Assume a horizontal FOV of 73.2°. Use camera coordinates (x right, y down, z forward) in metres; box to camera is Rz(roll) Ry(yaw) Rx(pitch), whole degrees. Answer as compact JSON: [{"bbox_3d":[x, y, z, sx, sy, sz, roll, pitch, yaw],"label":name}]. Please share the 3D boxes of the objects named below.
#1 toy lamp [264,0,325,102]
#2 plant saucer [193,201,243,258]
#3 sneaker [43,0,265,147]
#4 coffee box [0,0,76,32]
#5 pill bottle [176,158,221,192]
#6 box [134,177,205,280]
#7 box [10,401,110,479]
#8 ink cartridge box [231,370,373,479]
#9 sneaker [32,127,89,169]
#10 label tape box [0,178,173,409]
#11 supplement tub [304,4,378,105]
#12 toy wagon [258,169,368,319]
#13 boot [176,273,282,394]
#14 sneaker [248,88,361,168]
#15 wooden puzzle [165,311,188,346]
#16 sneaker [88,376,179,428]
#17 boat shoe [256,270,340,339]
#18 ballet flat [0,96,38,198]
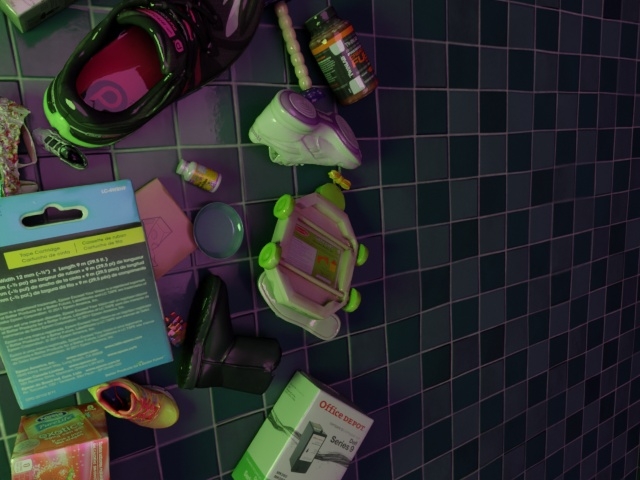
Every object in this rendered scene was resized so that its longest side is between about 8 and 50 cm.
[{"bbox_3d":[-0.063,-0.431,0.919,0.080,0.080,0.275,-28,113,-24],"label":"toy lamp"},{"bbox_3d":[-0.217,-0.020,0.907,0.119,0.021,0.120,3,86,-43],"label":"plant saucer"},{"bbox_3d":[-0.252,-0.339,0.749,0.185,0.202,0.483,46,75,-27],"label":"sneaker"},{"bbox_3d":[-0.428,-0.471,0.688,0.246,0.098,0.141,-45,116,-17],"label":"coffee box"},{"bbox_3d":[-0.247,-0.133,0.874,0.083,0.043,0.044,25,85,-30],"label":"pill bottle"},{"bbox_3d":[-0.353,0.001,0.847,0.201,0.021,0.165,-42,115,-19],"label":"box"},{"bbox_3d":[-0.461,0.474,0.781,0.142,0.154,0.301,-2,97,-30],"label":"box"},{"bbox_3d":[-0.037,0.498,1.042,0.211,0.121,0.289,39,77,-29],"label":"ink cartridge box"},{"bbox_3d":[-0.445,-0.160,0.742,0.098,0.069,0.038,35,80,-29],"label":"sneaker"},{"bbox_3d":[-0.420,0.079,0.745,0.248,0.115,0.348,-14,108,-24],"label":"label tape box"},{"bbox_3d":[0.044,-0.412,0.964,0.106,0.106,0.198,-42,115,-18],"label":"supplement tub"},{"bbox_3d":[0.000,0.000,0.986,0.267,0.068,0.345,33,58,-34],"label":"toy wagon"},{"bbox_3d":[-0.181,0.208,0.935,0.207,0.094,0.247,15,85,-35],"label":"boot"},{"bbox_3d":[-0.026,-0.224,0.964,0.305,0.152,0.114,18,49,-47],"label":"sneaker"},{"bbox_3d":[-0.302,0.193,0.912,0.049,0.006,0.083,-46,116,-16],"label":"wooden puzzle"},{"bbox_3d":[-0.365,0.323,0.845,0.208,0.094,0.082,40,76,-29],"label":"sneaker"},{"bbox_3d":[-0.057,0.145,1.004,0.254,0.079,0.095,36,77,-31],"label":"boat shoe"},{"bbox_3d":[-0.509,-0.115,0.709,0.077,0.091,0.241,-9,107,-51],"label":"ballet flat"}]
